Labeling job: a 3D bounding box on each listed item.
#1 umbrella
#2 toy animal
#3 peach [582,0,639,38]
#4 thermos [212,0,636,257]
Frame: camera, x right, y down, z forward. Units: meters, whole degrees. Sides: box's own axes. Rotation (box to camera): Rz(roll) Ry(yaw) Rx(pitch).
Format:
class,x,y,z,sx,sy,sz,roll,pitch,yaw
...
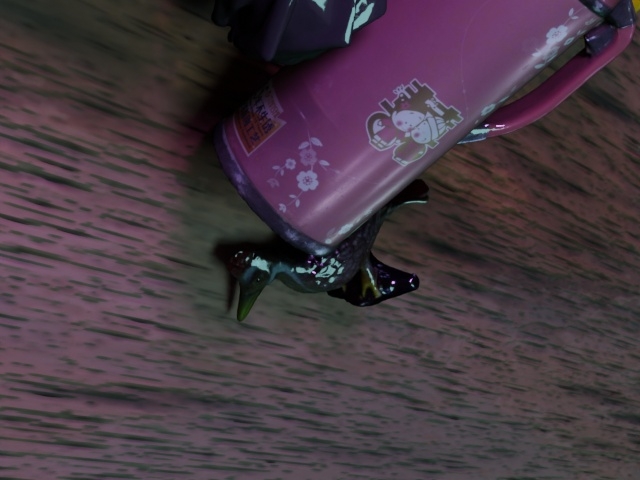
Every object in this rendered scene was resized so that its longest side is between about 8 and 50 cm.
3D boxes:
class,x,y,z,sx,sy,sz,roll,pitch,yaw
umbrella,-0.012,-0.249,0.961,0.118,0.118,0.340,-32,137,-36
toy animal,0.002,0.008,1.283,0.202,0.070,0.105,-8,115,-47
peach,0.181,-0.222,1.259,0.179,0.103,0.179,-36,143,-33
thermos,0.097,-0.124,1.084,0.330,0.136,0.109,-41,-174,18
